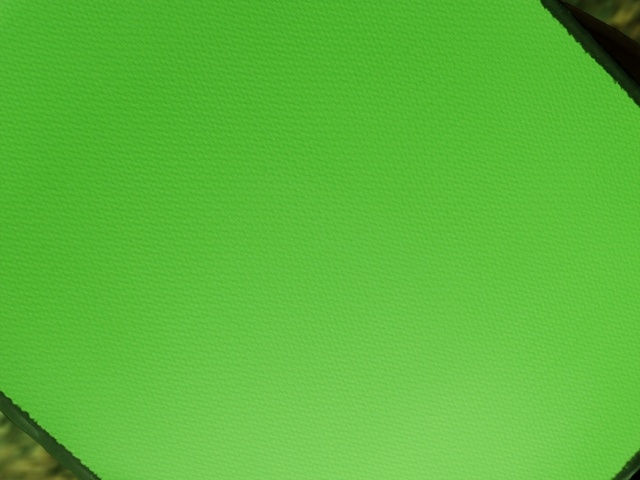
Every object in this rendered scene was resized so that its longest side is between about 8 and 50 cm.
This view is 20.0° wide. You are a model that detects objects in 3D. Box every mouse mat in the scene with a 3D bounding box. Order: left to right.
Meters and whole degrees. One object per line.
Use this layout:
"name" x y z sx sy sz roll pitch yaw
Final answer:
"mouse mat" 0.000 0.000 0.405 0.189 0.007 0.152 44 90 -15

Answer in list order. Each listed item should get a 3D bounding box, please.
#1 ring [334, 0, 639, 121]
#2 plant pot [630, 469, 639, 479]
"ring" -0.009 0.098 0.439 0.336 0.032 0.337 -2 99 -10
"plant pot" 0.045 0.168 0.579 0.167 0.188 0.187 29 112 -30
